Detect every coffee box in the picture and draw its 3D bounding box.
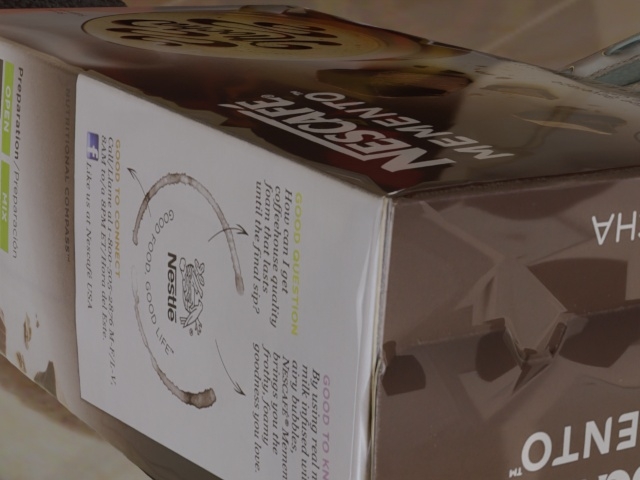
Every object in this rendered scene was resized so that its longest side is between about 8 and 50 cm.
[{"bbox_3d":[0.000,0.000,0.528,0.168,0.297,0.118,-6,108,-32],"label":"coffee box"}]

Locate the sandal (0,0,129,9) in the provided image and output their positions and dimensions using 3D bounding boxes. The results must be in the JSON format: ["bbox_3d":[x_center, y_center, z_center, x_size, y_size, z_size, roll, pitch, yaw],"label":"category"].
[{"bbox_3d":[-0.172,-0.128,0.898,0.040,0.067,0.179,-45,152,22],"label":"sandal"}]

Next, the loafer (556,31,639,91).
[{"bbox_3d":[0.092,-0.039,0.788,0.096,0.268,0.084,32,45,-61],"label":"loafer"}]
